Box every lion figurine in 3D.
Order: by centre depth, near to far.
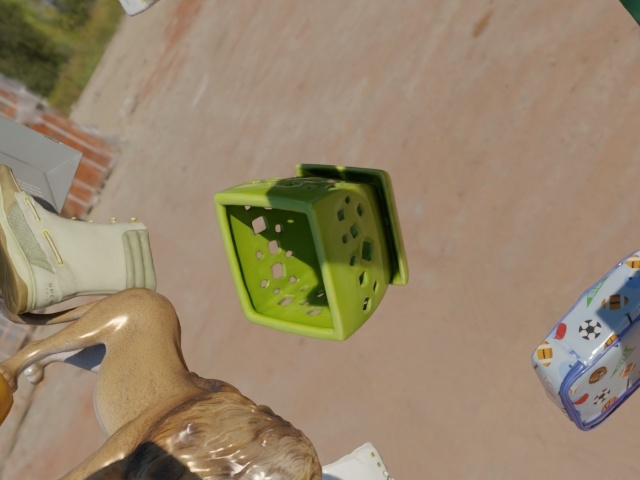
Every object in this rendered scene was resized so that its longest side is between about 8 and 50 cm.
[{"bbox_3d":[-0.170,0.145,1.004,0.240,0.142,0.392,-30,54,-2],"label":"lion figurine"}]

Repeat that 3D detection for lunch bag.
[{"bbox_3d":[0.503,0.170,1.751,0.303,0.243,0.115,-40,48,-4],"label":"lunch bag"}]

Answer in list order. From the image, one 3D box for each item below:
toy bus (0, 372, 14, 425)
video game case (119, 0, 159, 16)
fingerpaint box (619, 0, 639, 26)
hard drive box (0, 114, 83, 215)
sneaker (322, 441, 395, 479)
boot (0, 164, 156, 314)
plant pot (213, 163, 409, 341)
[{"bbox_3d":[-0.269,0.152,0.441,0.108,0.130,0.333,-45,12,28],"label":"toy bus"},{"bbox_3d":[-0.173,-0.332,0.961,0.026,0.206,0.227,-19,21,25],"label":"video game case"},{"bbox_3d":[0.527,-0.190,0.911,0.444,0.371,0.163,-27,-13,-35],"label":"fingerpaint box"},{"bbox_3d":[-0.435,-0.098,1.340,0.232,0.181,0.089,-3,66,57],"label":"hard drive box"},{"bbox_3d":[0.112,0.356,1.454,0.108,0.292,0.169,-41,56,57],"label":"sneaker"},{"bbox_3d":[-0.282,-0.009,1.160,0.213,0.165,0.077,59,141,39],"label":"boot"},{"bbox_3d":[0.000,0.000,1.627,0.227,0.228,0.207,8,30,45],"label":"plant pot"}]
